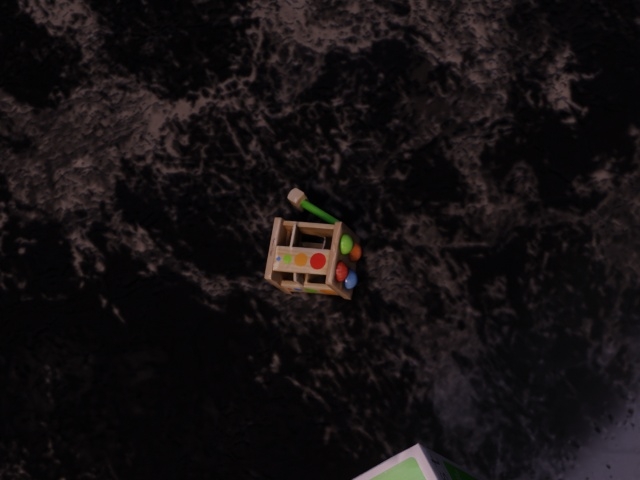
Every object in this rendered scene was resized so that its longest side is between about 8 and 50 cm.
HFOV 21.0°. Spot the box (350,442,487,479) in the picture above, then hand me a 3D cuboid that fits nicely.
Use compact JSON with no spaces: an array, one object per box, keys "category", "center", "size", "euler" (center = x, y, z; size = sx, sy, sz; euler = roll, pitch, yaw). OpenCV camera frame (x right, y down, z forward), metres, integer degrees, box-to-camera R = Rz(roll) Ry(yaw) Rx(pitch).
[{"category":"box","center":[0.102,0.294,1.170],"size":[0.127,0.231,0.262],"euler":[-31,65,9]}]

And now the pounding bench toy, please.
[{"category":"pounding bench toy","center":[0.000,0.000,1.395],"size":[0.065,0.052,0.083],"euler":[4,75,21]}]
